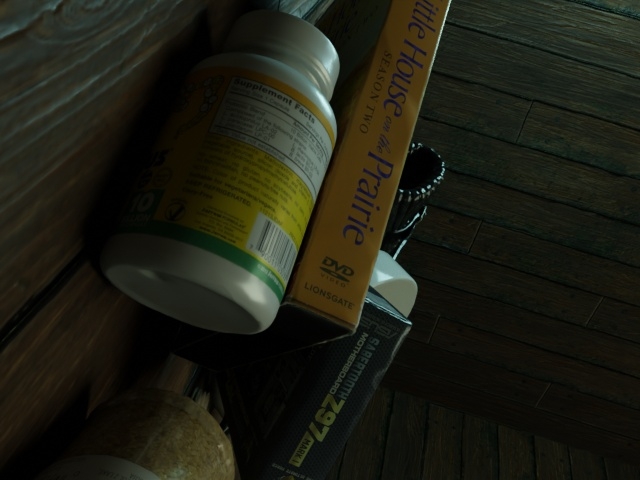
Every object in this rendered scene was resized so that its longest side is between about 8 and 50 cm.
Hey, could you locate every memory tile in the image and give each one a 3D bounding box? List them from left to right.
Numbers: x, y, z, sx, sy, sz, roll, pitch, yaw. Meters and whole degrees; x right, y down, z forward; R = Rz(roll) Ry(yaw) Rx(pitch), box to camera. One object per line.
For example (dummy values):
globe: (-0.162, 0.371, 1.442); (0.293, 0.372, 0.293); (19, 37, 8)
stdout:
memory tile: (-0.181, 0.264, 0.917); (0.148, 0.012, 0.113); (95, 12, -72)

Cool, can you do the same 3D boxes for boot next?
boot: (0.139, -0.087, 1.214); (0.348, 0.131, 0.260); (-67, 176, -50)

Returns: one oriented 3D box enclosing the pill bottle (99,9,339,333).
pill bottle: (-0.056, -0.052, 0.452); (0.117, 0.117, 0.208); (100, 8, -67)

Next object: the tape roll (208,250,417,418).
tape roll: (-0.004, 0.176, 1.089); (0.392, 0.072, 0.392); (-33, 154, -18)

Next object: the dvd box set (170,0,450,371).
dvd box set: (-0.006, -0.090, 0.646); (0.307, 0.062, 0.420); (-28, -141, 59)

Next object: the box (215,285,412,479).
box: (-0.021, 0.106, 0.610); (0.183, 0.059, 0.232); (-60, -161, 3)

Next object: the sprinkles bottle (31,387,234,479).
sprinkles bottle: (-0.140, 0.202, 0.313); (0.355, 0.121, 0.121); (-63, 170, -74)

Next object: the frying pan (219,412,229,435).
frying pan: (-0.071, 0.211, 0.899); (0.326, 0.053, 0.197); (-42, 155, 0)
